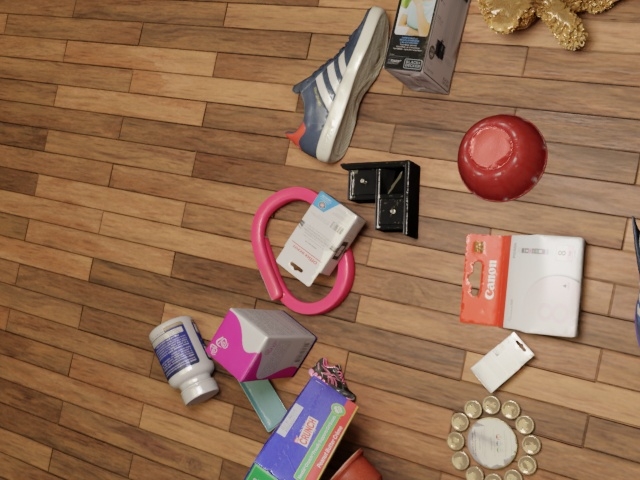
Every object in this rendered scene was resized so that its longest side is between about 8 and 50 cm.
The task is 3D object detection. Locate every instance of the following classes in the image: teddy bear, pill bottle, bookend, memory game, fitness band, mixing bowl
[{"bbox_3d":[0.478,-0.493,1.491,0.338,0.113,0.245,-35,76,10],"label":"teddy bear"},{"bbox_3d":[-0.308,0.278,1.761,0.112,0.112,0.186,-35,70,18],"label":"pill bottle"},{"bbox_3d":[0.124,-0.085,1.619,0.157,0.072,0.156,1,85,26],"label":"bookend"},{"bbox_3d":[0.335,0.395,1.496,0.186,0.012,0.186,-3,83,25],"label":"memory game"},{"bbox_3d":[-0.039,0.024,1.699,0.209,0.054,0.291,-27,74,18],"label":"fitness band"},{"bbox_3d":[0.344,-0.172,1.510,0.181,0.098,0.181,-4,82,26],"label":"mixing bowl"}]

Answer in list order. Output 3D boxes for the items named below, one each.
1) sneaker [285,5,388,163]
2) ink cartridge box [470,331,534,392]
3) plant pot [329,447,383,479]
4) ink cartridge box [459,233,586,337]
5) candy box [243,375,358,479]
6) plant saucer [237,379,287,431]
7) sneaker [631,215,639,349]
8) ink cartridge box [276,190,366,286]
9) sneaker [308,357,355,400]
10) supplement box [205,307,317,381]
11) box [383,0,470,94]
[{"bbox_3d":[0.027,-0.351,1.663,0.148,0.131,0.350,25,95,21],"label":"sneaker"},{"bbox_3d":[0.356,0.237,1.495,0.115,0.029,0.063,-44,68,13],"label":"ink cartridge box"},{"bbox_3d":[0.093,0.592,1.467,0.265,0.272,0.272,38,101,15],"label":"plant pot"},{"bbox_3d":[0.385,0.082,1.486,0.232,0.066,0.189,4,86,22],"label":"ink cartridge box"},{"bbox_3d":[-0.075,0.462,1.480,0.122,0.268,0.317,31,124,9],"label":"candy box"},{"bbox_3d":[-0.138,0.331,1.727,0.067,0.018,0.192,-40,68,16],"label":"plant saucer"},{"bbox_3d":[0.588,0.098,1.284,0.130,0.236,0.322,-1,83,26],"label":"sneaker"},{"bbox_3d":[0.000,0.000,1.623,0.104,0.060,0.180,37,97,22],"label":"ink cartridge box"},{"bbox_3d":[0.032,0.294,1.638,0.119,0.047,0.057,35,88,23],"label":"sneaker"},{"bbox_3d":[-0.120,0.218,1.617,0.114,0.220,0.111,35,99,24],"label":"supplement box"},{"bbox_3d":[0.229,-0.461,1.562,0.087,0.169,0.290,14,92,29],"label":"box"}]
